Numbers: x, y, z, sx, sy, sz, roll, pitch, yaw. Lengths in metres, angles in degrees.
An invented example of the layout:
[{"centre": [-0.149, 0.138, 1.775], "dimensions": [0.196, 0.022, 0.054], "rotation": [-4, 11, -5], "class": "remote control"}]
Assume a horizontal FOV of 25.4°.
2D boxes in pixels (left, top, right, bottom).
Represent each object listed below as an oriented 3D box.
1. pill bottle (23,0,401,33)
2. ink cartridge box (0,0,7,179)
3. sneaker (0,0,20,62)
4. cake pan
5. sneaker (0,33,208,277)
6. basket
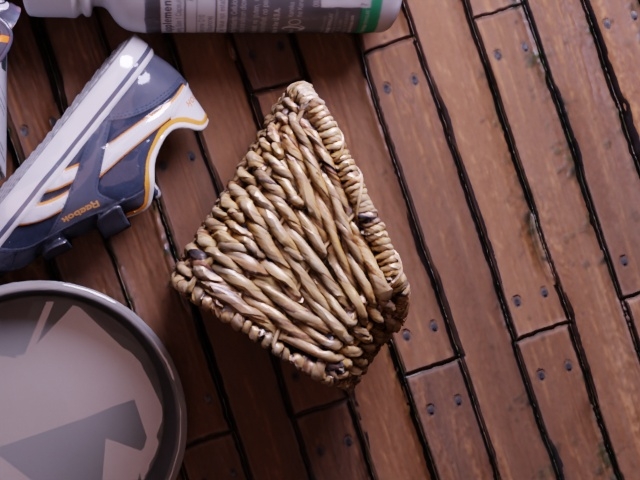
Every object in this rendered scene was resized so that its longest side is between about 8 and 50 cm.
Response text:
[{"centre": [-0.106, -0.304, 1.388], "dimensions": [0.361, 0.204, 0.204], "rotation": [0, 90, -5], "class": "pill bottle"}, {"centre": [-0.415, -0.209, 1.377], "dimensions": [0.211, 0.121, 0.289], "rotation": [-1, 80, -7], "class": "ink cartridge box"}, {"centre": [-0.350, -0.253, 1.253], "dimensions": [0.180, 0.124, 0.321], "rotation": [8, 108, -15], "class": "sneaker"}, {"centre": [-0.282, 0.184, 1.431], "dimensions": [0.293, 0.054, 0.293], "rotation": [-1, 93, -10], "class": "cake pan"}, {"centre": [-0.243, -0.044, 1.413], "dimensions": [0.127, 0.126, 0.321], "rotation": [41, 94, -17], "class": "sneaker"}, {"centre": [0.000, 0.000, 1.347], "dimensions": [0.213, 0.299, 0.223], "rotation": [32, 87, -5], "class": "basket"}]
